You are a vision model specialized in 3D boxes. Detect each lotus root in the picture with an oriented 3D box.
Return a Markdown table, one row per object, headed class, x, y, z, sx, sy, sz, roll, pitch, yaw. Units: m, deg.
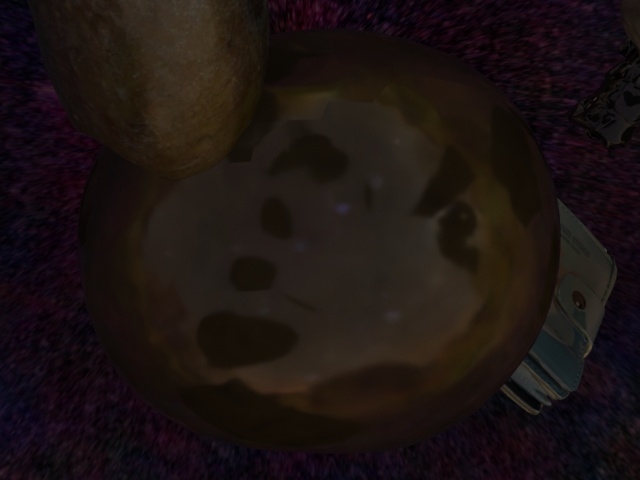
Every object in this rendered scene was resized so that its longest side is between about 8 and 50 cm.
| class | x | y | z | sx | sy | sz | roll | pitch | yaw |
| --- | --- | --- | --- | --- | --- | --- | --- | --- | --- |
| lotus root | -0.073 | -0.115 | 0.508 | 0.088 | 0.113 | 0.192 | -22 | 129 | -16 |

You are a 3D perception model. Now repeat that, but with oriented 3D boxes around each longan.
| class | x | y | z | sx | sy | sz | roll | pitch | yaw |
| --- | --- | --- | --- | --- | --- | --- | --- | --- | --- |
| longan | 0.000 | 0.000 | 1.019 | 0.361 | 0.361 | 0.361 | 0 | 96 | -1 |

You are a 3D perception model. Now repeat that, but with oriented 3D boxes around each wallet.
| class | x | y | z | sx | sy | sz | roll | pitch | yaw |
| --- | --- | --- | --- | --- | --- | --- | --- | --- | --- |
| wallet | 0.222 | 0.050 | 1.434 | 0.176 | 0.250 | 0.075 | 43 | 131 | -10 |

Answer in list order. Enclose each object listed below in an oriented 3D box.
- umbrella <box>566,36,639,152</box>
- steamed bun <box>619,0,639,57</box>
| class | x | y | z | sx | sy | sz | roll | pitch | yaw |
| --- | --- | --- | --- | --- | --- | --- | --- | --- | --- |
| umbrella | 0.338 | -0.190 | 1.310 | 0.066 | 0.059 | 0.235 | 32 | 103 | -31 |
| steamed bun | 0.359 | -0.140 | 1.032 | 0.144 | 0.218 | 0.211 | -49 | 123 | -16 |
